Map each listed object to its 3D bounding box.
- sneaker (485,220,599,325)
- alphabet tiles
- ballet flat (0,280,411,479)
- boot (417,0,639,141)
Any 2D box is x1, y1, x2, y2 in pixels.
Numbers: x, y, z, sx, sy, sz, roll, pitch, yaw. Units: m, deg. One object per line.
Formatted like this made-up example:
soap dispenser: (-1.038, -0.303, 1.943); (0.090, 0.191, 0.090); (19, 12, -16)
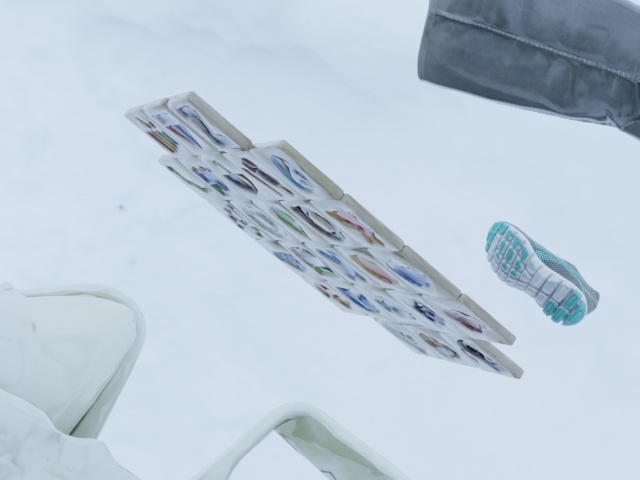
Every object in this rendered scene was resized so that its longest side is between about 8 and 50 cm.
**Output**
sneaker: (0.269, 0.038, 1.398); (0.166, 0.076, 0.065); (49, 123, 27)
alphabet tiles: (0.000, 0.000, 0.919); (0.342, 0.285, 0.011); (40, 76, -20)
ballet flat: (-0.064, 0.099, 0.400); (0.409, 0.147, 0.147); (33, 96, -7)
boot: (0.174, -0.146, 0.715); (0.208, 0.076, 0.189); (31, 121, 22)
